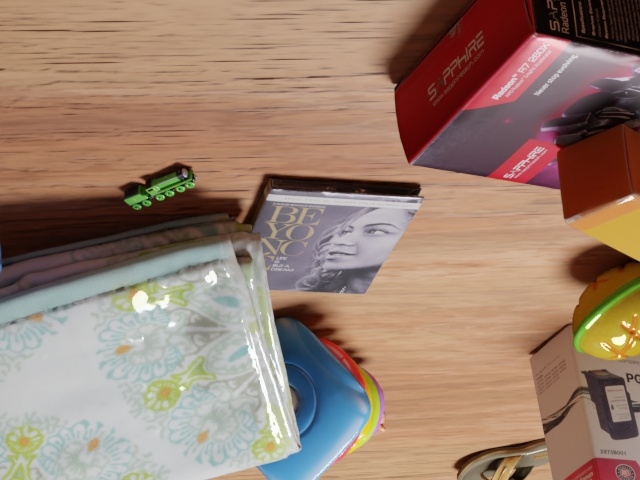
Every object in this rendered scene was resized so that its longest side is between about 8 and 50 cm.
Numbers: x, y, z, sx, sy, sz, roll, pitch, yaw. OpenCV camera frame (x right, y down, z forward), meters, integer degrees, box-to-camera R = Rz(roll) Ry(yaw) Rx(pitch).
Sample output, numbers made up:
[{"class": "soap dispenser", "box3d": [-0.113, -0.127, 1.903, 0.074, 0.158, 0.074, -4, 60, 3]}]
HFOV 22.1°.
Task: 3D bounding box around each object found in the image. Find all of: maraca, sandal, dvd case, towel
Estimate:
[{"class": "maraca", "box3d": [0.367, 0.070, 1.878, 0.185, 0.099, 0.127, -31, 156, -8]}, {"class": "sandal", "box3d": [0.281, 0.330, 2.378, 0.180, 0.049, 0.072, -16, 150, 19]}, {"class": "dvd case", "box3d": [0.000, 0.000, 1.760, 0.164, 0.018, 0.221, 3, 150, -15]}, {"class": "towel", "box3d": [-0.221, 0.146, 1.756, 0.374, 0.090, 0.321, -12, 125, -1]}]

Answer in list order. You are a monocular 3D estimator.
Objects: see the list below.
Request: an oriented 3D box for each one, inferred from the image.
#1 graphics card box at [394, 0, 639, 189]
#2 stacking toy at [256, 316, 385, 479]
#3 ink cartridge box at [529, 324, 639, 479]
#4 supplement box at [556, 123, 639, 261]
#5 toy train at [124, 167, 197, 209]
[{"class": "graphics card box", "box3d": [0.284, -0.131, 1.492, 0.370, 0.094, 0.233, 8, 150, -24]}, {"class": "stacking toy", "box3d": [0.017, 0.207, 2.026, 0.166, 0.175, 0.302, -49, 156, 10]}, {"class": "ink cartridge box", "box3d": [0.372, 0.234, 2.026, 0.172, 0.237, 0.100, 8, 146, -23]}, {"class": "supplement box", "box3d": [0.316, -0.027, 1.514, 0.078, 0.080, 0.233, -24, 146, 36]}, {"class": "toy train", "box3d": [-0.160, -0.053, 1.637, 0.083, 0.017, 0.023, -21, 137, 27]}]
